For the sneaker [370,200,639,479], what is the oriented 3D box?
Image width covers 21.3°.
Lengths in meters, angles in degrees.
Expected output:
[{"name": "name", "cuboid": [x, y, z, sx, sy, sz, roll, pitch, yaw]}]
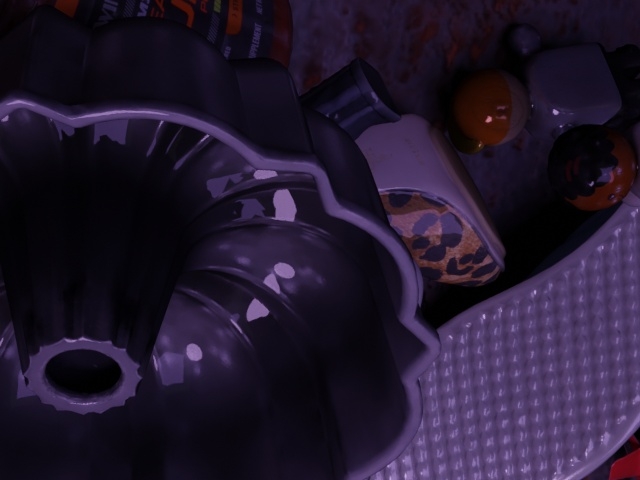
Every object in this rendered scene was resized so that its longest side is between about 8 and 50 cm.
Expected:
[{"name": "sneaker", "cuboid": [0.184, 0.063, 1.118, 0.366, 0.135, 0.150, -38, 168, 6]}]

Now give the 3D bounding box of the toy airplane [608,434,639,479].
[{"name": "toy airplane", "cuboid": [0.242, 0.194, 1.267, 0.151, 0.028, 0.151, -13, 114, -31]}]

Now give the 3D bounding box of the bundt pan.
[{"name": "bundt pan", "cuboid": [-0.113, 0.022, 0.822, 0.330, 0.124, 0.331, -3, 134, -3]}]

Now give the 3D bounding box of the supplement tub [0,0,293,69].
[{"name": "supplement tub", "cuboid": [-0.118, -0.116, 0.859, 0.197, 0.106, 0.106, 15, 99, -37]}]

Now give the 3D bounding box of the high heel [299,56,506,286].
[{"name": "high heel", "cuboid": [0.000, 0.000, 1.024, 0.186, 0.093, 0.261, -31, 146, 13]}]

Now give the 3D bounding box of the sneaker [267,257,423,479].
[{"name": "sneaker", "cuboid": [-0.016, 0.114, 1.006, 0.129, 0.111, 0.297, -9, 137, -48]}]

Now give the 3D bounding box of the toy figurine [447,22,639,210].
[{"name": "toy figurine", "cuboid": [0.158, -0.127, 0.976, 0.148, 0.213, 0.210, -10, 116, -20]}]
